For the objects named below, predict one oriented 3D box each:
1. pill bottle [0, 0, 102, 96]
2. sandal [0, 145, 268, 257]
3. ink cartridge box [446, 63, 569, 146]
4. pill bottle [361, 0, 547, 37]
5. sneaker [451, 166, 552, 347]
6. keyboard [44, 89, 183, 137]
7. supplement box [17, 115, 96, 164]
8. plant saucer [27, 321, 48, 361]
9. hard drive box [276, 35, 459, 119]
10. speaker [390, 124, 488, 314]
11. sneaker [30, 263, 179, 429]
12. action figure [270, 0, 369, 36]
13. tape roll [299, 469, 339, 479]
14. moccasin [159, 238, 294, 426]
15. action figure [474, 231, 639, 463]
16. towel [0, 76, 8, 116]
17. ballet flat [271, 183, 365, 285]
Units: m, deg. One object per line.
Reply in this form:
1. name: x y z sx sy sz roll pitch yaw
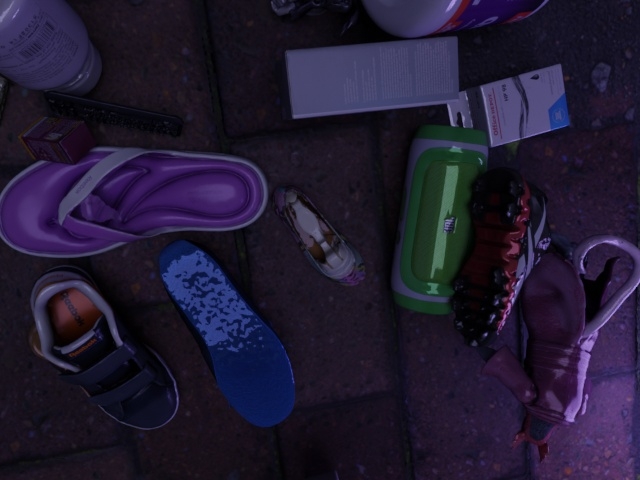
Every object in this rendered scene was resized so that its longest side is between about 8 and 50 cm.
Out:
1. pill bottle: -0.374 -0.266 0.625 0.131 0.229 0.131 0 87 -1
2. sandal: -0.288 -0.067 0.751 0.416 0.102 0.169 -10 101 -6
3. ink cartridge box: 0.314 -0.219 0.833 0.180 0.060 0.104 -17 103 -5
4. pill bottle: 0.215 -0.390 0.683 0.323 0.181 0.181 -22 105 -32
5. sneaker: 0.285 0.032 0.761 0.135 0.098 0.276 5 98 -36
6. keyboard: -0.297 -0.180 0.729 0.180 0.108 0.023 9 89 -19
7. supplement box: -0.384 -0.147 0.724 0.083 0.055 0.043 11 140 20
8. plant saucer: -0.443 0.165 0.818 0.083 0.015 0.083 -2 101 -8
9. hard drive box: 0.059 -0.234 0.731 0.232 0.181 0.089 -7 104 -6
10. speaker: 0.194 -0.034 0.818 0.131 0.131 0.296 5 100 -9
11. sneaker: -0.339 0.186 0.775 0.126 0.127 0.321 -37 105 -13
12. action figure: -0.007 -0.410 0.714 0.276 0.141 0.164 30 87 -39
13. tape roll: 0.045 0.574 0.778 0.072 0.392 0.392 -14 103 -6
14. moccasin: -0.139 0.140 0.811 0.138 0.117 0.342 -25 104 -11
15. action figure: 0.411 0.190 0.827 0.248 0.276 0.370 15 82 -13
16. towel: -0.532 -0.190 0.729 0.110 0.027 0.148 22 97 -13
17. ballet flat: 0.000 0.000 0.819 0.077 0.079 0.221 -39 104 0
